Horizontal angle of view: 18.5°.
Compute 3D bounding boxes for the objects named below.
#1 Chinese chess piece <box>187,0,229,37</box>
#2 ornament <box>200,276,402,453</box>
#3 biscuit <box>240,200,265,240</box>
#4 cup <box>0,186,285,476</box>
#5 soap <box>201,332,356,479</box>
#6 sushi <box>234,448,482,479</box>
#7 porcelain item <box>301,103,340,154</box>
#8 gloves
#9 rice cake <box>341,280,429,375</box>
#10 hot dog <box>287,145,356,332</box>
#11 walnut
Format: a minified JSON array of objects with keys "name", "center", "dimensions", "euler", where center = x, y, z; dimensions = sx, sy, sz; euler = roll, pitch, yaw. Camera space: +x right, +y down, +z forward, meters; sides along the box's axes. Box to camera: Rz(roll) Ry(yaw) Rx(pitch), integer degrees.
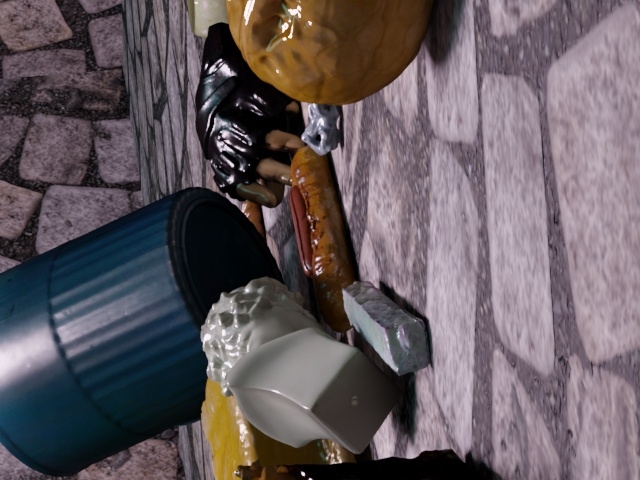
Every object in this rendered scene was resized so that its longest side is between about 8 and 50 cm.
[{"name":"Chinese chess piece","center":[-0.143,-0.336,2.571],"dimensions":[0.144,0.058,0.144],"euler":[176,90,-82]},{"name":"ornament","center":[-0.032,0.115,1.789],"dimensions":[0.130,0.120,0.285],"euler":[47,176,-17]},{"name":"biscuit","center":[-0.092,0.052,2.558],"dimensions":[0.176,0.031,0.229],"euler":[-130,35,-72]},{"name":"cup","center":[-0.187,0.118,2.153],"dimensions":[0.308,0.292,0.242],"euler":[52,-152,-23]},{"name":"soap","center":[-0.026,0.269,1.987],"dimensions":[0.259,0.143,0.281],"euler":[98,159,-54]},{"name":"sushi","center":[0.040,0.270,1.368],"dimensions":[0.348,0.207,0.234],"euler":[174,97,-78]},{"name":"porcelain item","center":[0.003,-0.120,1.876],"dimensions":[0.028,0.036,0.083],"euler":[-43,-39,-61]},{"name":"gloves","center":[-0.076,-0.120,2.147],"dimensions":[0.164,0.124,0.203],"euler":[68,-166,-47]},{"name":"rice cake","center":[0.053,0.070,1.674],"dimensions":[0.211,0.034,0.043],"euler":[-138,35,-76]},{"name":"hot dog","center":[0.000,0.000,1.921],"dimensions":[0.066,0.047,0.216],"euler":[93,168,-54]},{"name":"walnut","center":[0.008,-0.192,1.440],"dimensions":[0.207,0.159,0.159],"euler":[107,156,-51]}]
